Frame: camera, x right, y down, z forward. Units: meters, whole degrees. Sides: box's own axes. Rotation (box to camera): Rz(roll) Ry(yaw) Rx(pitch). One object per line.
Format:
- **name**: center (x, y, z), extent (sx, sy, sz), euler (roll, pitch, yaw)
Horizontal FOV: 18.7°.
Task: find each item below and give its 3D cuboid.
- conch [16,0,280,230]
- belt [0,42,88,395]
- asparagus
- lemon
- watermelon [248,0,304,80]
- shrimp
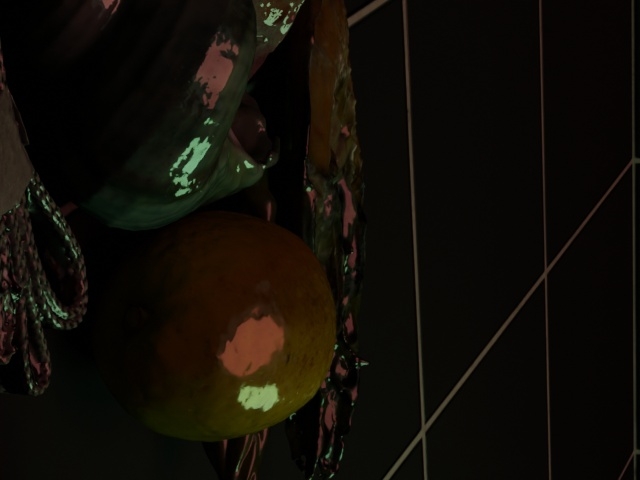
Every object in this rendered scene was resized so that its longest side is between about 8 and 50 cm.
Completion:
- **conch**: center (-0.112, -0.113, 1.306), extent (0.277, 0.195, 0.220), euler (44, 39, -34)
- **belt**: center (-0.221, -0.068, 1.125), extent (0.126, 0.094, 0.359), euler (-63, 151, -53)
- **asparagus**: center (-0.070, 0.067, 1.552), extent (0.080, 0.080, 0.287), euler (29, 55, -67)
- **lemon**: center (-0.073, 0.062, 1.419), extent (0.207, 0.170, 0.170), euler (-7, 101, -55)
- **watermelon**: center (-0.093, -0.196, 1.492), extent (0.202, 0.136, 0.207), euler (-53, -162, 17)
- **shrimp**: center (0.000, 0.000, 1.617), extent (0.272, 0.085, 0.445), euler (-84, 174, -75)
